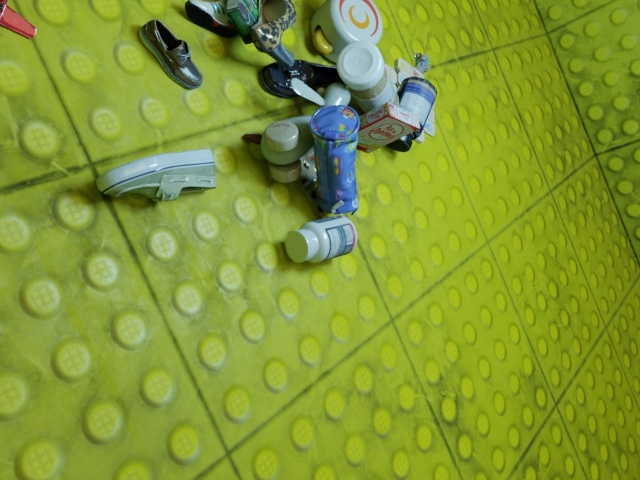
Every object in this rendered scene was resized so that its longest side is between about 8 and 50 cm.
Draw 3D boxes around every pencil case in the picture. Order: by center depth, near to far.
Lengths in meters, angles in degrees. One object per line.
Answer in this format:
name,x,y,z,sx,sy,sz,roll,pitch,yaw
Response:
pencil case,0.039,-0.190,1.603,0.306,0.119,0.133,86,12,-51

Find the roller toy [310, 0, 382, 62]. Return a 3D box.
roller toy,0.074,-0.631,1.892,0.191,0.146,0.209,17,68,-29

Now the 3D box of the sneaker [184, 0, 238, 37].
sneaker,-0.273,-0.574,1.592,0.161,0.057,0.075,16,63,-46

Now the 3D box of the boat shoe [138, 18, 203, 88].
boat shoe,-0.336,-0.430,1.468,0.183,0.066,0.066,43,50,-26

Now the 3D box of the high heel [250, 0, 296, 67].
high heel,-0.135,-0.588,1.614,0.186,0.093,0.261,16,61,-66

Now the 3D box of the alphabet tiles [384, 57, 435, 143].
alphabet tiles,0.305,-0.476,2.160,0.278,0.021,0.284,21,62,-39

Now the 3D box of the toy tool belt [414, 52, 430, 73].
toy tool belt,0.367,-0.636,2.254,0.052,0.051,0.083,14,66,-42

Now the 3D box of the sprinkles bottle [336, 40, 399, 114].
sprinkles bottle,0.142,-0.439,1.798,0.355,0.121,0.121,25,54,-74

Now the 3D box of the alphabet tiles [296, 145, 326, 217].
alphabet tiles,0.010,-0.202,1.778,0.198,0.009,0.237,58,45,-13

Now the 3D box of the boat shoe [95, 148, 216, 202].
boat shoe,-0.329,-0.130,1.345,0.302,0.109,0.094,-23,94,-49

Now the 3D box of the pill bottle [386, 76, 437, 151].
pill bottle,0.277,-0.396,2.005,0.123,0.123,0.219,33,73,-33

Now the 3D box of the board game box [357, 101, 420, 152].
board game box,0.166,-0.324,1.835,0.147,0.193,0.045,10,66,-45

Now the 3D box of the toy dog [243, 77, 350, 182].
toy dog,-0.069,-0.297,1.631,0.161,0.220,0.334,26,35,18

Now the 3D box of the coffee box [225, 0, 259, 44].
coffee box,-0.198,-0.611,1.636,0.113,0.040,0.184,56,27,-52

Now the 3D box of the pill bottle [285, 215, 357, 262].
pill bottle,0.000,0.000,1.625,0.180,0.108,0.108,-14,86,-46

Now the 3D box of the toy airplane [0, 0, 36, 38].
toy airplane,-0.613,-0.463,1.231,0.151,0.028,0.151,17,65,-39

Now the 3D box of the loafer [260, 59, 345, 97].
loafer,-0.031,-0.460,1.763,0.303,0.095,0.109,-11,83,-46
